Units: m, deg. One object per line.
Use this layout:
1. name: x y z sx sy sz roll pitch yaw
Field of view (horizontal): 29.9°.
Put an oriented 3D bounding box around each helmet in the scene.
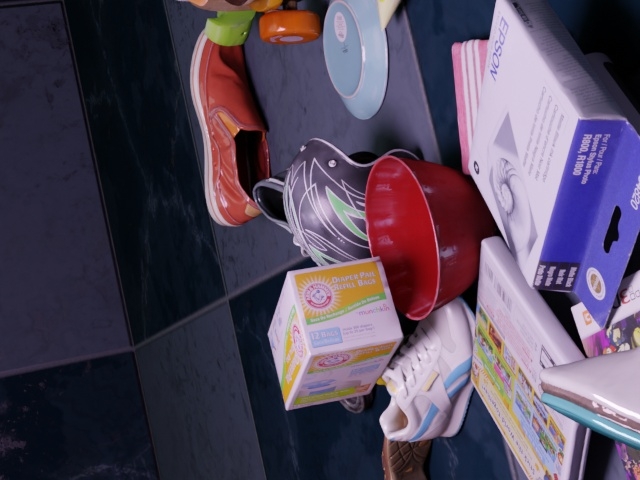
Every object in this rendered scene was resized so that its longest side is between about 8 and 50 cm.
1. helmet: 0.036 -0.045 1.454 0.169 0.161 0.169 170 90 -69

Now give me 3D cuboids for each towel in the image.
1. towel: 0.194 -0.132 1.199 0.197 0.029 0.144 -165 67 -65

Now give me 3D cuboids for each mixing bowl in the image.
1. mixing bowl: 0.129 -0.011 1.316 0.181 0.098 0.181 168 90 -69

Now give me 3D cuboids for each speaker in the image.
1. speaker: 0.254 -0.095 1.015 0.055 0.055 0.136 104 149 -48

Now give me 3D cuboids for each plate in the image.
1. plate: 0.038 -0.248 1.551 0.188 0.024 0.188 169 90 -70

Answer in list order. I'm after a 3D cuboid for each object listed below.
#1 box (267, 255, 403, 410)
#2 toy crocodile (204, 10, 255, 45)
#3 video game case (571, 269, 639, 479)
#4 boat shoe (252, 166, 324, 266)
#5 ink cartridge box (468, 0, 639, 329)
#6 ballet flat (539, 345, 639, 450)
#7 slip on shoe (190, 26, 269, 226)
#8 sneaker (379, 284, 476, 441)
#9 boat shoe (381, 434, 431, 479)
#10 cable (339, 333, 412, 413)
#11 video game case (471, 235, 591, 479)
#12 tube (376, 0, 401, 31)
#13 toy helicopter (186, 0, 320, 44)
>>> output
1. box: 0.013 0.111 1.399 0.203 0.114 0.103 111 147 -63
2. toy crocodile: -0.161 -0.460 1.856 0.115 0.105 0.340 138 120 -66
3. video game case: 0.307 0.134 1.002 0.210 0.042 0.232 132 125 -66
4. boat shoe: 0.000 0.000 1.657 0.319 0.099 0.116 -126 34 -48
5. ink cartridge box: 0.199 -0.064 1.041 0.223 0.045 0.224 92 160 -49
6. ballet flat: 0.325 0.130 0.811 0.400 0.139 0.139 24 123 52
7. slip on shoe: -0.135 -0.190 1.937 0.101 0.123 0.331 -8 86 37
8. sneaker: 0.127 0.150 1.408 0.087 0.092 0.229 -124 32 -50
9. boat shoe: 0.105 0.274 1.563 0.060 0.064 0.178 -137 39 -55
10. cable: 0.047 0.169 1.614 0.139 0.072 0.287 44 150 0
11. video game case: 0.212 0.142 1.223 0.227 0.026 0.206 -117 20 -49
12. tube: 0.093 -0.329 1.326 0.062 0.070 0.240 35 157 1
13. toy helicopter: -0.096 -0.344 1.481 0.355 0.235 0.140 163 106 -79
